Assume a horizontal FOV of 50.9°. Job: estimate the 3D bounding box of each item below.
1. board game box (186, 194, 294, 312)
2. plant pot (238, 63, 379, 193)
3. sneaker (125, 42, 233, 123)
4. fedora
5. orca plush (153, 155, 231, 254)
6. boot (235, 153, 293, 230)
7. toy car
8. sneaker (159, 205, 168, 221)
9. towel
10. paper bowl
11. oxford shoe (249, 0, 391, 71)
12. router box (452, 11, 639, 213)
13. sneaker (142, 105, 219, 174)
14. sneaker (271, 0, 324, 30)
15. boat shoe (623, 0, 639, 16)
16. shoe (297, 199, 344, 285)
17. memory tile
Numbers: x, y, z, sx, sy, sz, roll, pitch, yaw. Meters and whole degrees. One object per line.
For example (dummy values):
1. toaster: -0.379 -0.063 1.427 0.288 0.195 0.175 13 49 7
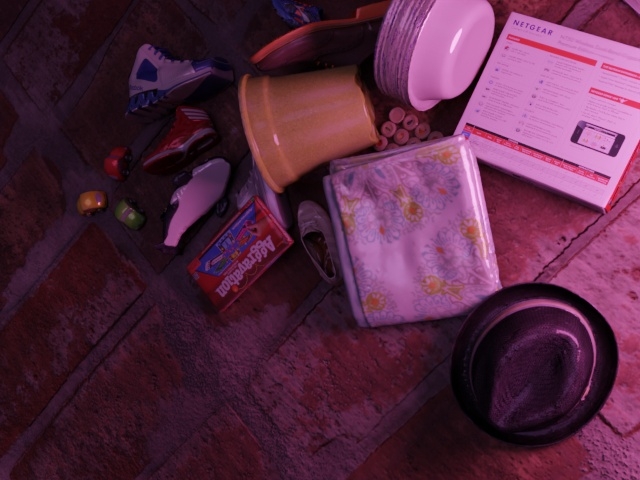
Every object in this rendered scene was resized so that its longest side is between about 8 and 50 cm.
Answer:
1. board game box: -0.197 0.036 1.610 0.281 0.027 0.145 -44 80 28
2. plant pot: -0.012 -0.268 1.490 0.254 0.276 0.276 -14 78 13
3. sneaker: -0.394 -0.442 1.748 0.315 0.127 0.182 -16 79 25
4. fedora: 0.389 0.245 1.252 0.334 0.152 0.334 1 94 19
5. orca plush: -0.320 -0.097 1.717 0.151 0.102 0.287 17 106 -18
6. boot: -0.157 -0.136 1.613 0.123 0.095 0.258 -15 83 24
7. toy car: -0.559 -0.116 1.831 0.225 0.053 0.239 44 103 23
8. sneaker: -0.389 -0.079 1.755 0.031 0.035 0.083 39 101 23
9. towel: 0.188 -0.013 1.399 0.320 0.090 0.374 -10 96 26
10. paper bowl: 0.241 -0.400 1.350 0.148 0.284 0.284 31 98 25
11. oxford shoe: 0.023 -0.427 1.508 0.364 0.130 0.132 -16 104 6
12. router box: 0.473 -0.256 1.335 0.335 0.082 0.301 28 97 26
13. sneaker: -0.374 -0.267 1.756 0.221 0.087 0.128 -24 65 9
14. sneaker: -0.035 -0.535 1.621 0.087 0.083 0.221 -44 77 8
15. boat shoe: 0.647 -0.475 1.234 0.136 0.156 0.367 -45 68 15
16. shoe: 0.000 0.000 1.546 0.076 0.058 0.219 -30 72 20
17. memory tile: 0.194 -0.222 1.504 0.148 0.012 0.113 38 101 25
